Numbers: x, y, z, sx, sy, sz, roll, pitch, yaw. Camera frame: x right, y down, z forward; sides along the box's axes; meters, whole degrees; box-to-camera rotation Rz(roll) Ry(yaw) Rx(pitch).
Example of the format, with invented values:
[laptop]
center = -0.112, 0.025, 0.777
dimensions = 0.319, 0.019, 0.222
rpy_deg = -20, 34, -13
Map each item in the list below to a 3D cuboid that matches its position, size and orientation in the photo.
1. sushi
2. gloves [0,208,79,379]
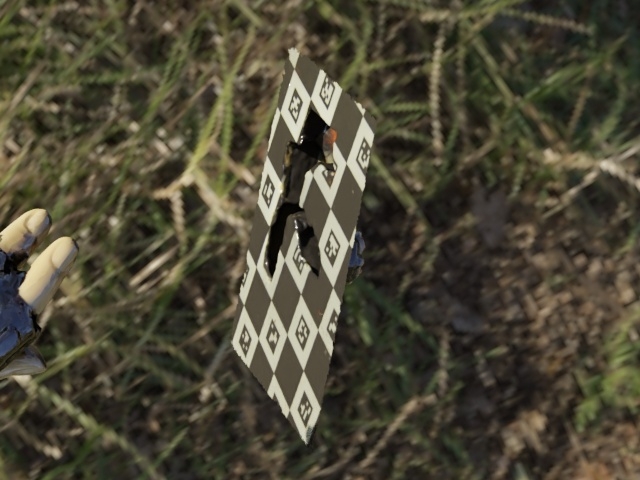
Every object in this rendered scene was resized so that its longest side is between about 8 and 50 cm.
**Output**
[sushi]
center = 0.000, 0.000, 1.296
dimensions = 0.043, 0.192, 0.279
rpy_deg = 0, 113, -25
[gloves]
center = -0.246, 0.040, 0.987
dimensions = 0.124, 0.203, 0.164
rpy_deg = -103, 167, -56
